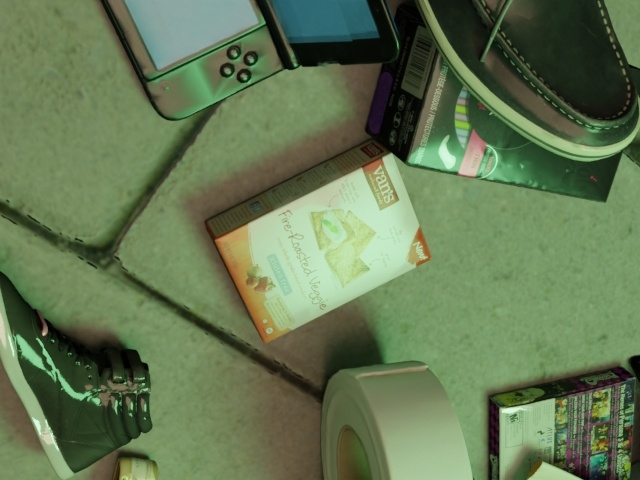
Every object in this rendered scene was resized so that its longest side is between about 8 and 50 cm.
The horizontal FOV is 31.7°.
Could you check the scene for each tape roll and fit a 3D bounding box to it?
[{"bbox_3d":[0.087,0.290,1.372,0.100,0.286,0.286,-5,113,-16],"label":"tape roll"}]

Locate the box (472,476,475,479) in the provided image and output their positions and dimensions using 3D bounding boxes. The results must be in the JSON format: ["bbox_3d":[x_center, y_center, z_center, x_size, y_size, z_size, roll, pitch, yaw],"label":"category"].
[{"bbox_3d":[0.167,0.363,1.528,0.087,0.101,0.102,38,97,-27],"label":"box"}]

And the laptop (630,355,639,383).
[{"bbox_3d":[0.569,0.295,1.591,0.234,0.136,0.264,-7,104,-15],"label":"laptop"}]

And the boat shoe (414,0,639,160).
[{"bbox_3d":[0.183,-0.305,1.134,0.187,0.156,0.500,-32,94,-27],"label":"boat shoe"}]

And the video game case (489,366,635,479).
[{"bbox_3d":[0.341,0.306,1.596,0.210,0.042,0.232,-10,114,-14],"label":"video game case"}]

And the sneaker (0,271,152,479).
[{"bbox_3d":[-0.283,0.132,1.293,0.147,0.104,0.295,-23,122,-10],"label":"sneaker"}]

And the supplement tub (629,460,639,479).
[{"bbox_3d":[0.493,0.385,1.662,0.071,0.071,0.107,-18,115,-10],"label":"supplement tub"}]

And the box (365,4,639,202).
[{"bbox_3d":[0.214,-0.158,1.310,0.271,0.143,0.165,8,108,-21],"label":"box"}]

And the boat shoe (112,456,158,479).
[{"bbox_3d":[-0.261,0.345,1.408,0.059,0.063,0.170,22,93,-22],"label":"boat shoe"}]

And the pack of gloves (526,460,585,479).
[{"bbox_3d":[0.341,0.406,1.600,0.232,0.046,0.195,25,114,-22],"label":"pack of gloves"}]

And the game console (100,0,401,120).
[{"bbox_3d":[-0.097,-0.276,1.144,0.250,0.173,0.293,-27,116,-6],"label":"game console"}]

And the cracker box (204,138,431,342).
[{"bbox_3d":[0.000,0.000,1.347,0.232,0.067,0.155,-27,117,-7],"label":"cracker box"}]
